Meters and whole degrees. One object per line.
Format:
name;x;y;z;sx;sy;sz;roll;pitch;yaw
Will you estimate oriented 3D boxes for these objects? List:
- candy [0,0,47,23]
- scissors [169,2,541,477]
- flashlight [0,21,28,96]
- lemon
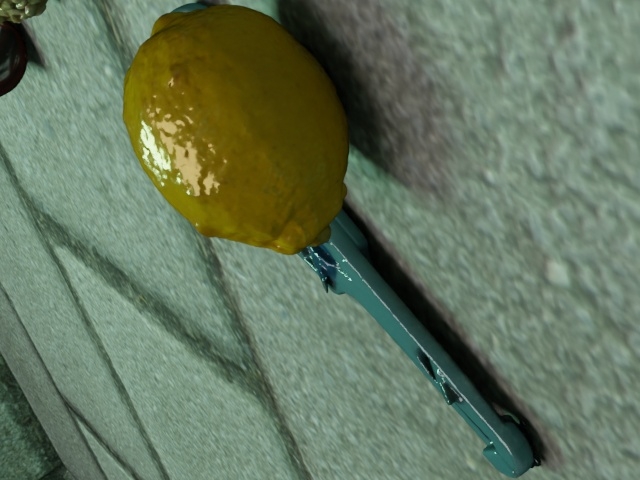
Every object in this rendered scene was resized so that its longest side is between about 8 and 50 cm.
candy;-0.274;-0.235;1.001;0.095;0.085;0.110;62;172;12
scissors;-0.001;0.000;0.771;0.393;0.032;0.180;49;159;21
flashlight;-0.367;-0.192;1.269;0.093;0.093;0.232;63;165;-16
lemon;-0.044;-0.061;0.665;0.155;0.114;0.114;57;160;3
